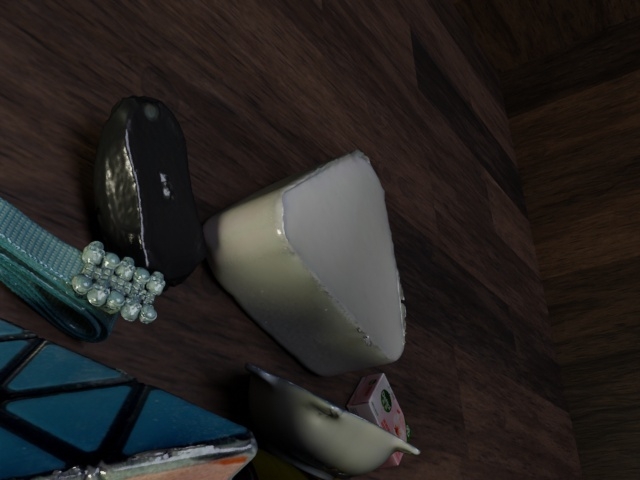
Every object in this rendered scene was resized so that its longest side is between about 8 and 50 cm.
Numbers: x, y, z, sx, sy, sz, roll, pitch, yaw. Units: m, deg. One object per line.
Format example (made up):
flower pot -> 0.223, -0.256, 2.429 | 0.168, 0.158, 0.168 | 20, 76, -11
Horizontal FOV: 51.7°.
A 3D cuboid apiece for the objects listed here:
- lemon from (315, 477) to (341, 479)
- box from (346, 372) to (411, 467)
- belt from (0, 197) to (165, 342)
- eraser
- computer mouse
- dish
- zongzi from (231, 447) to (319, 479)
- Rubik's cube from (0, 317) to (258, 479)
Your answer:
lemon -> 0.013, 0.369, 0.816 | 0.114, 0.114, 0.155 | -20, 97, -62
box -> 0.097, 0.293, 1.078 | 0.125, 0.043, 0.089 | 65, 29, -13
belt -> -0.240, 0.023, 0.596 | 0.179, 0.100, 0.065 | 46, 34, -35
eraser -> 0.000, 0.000, 0.978 | 0.331, 0.150, 0.331 | 32, 49, -47
computer mouse -> -0.196, -0.049, 0.736 | 0.122, 0.073, 0.217 | -9, 88, -59
dish -> -0.007, 0.235, 0.798 | 0.236, 0.228, 0.086 | 28, 77, -8
zongzi -> -0.111, 0.351, 0.617 | 0.289, 0.154, 0.318 | 45, 57, -45
Rubik's cube -> -0.223, 0.163, 0.425 | 0.229, 0.233, 0.228 | 43, 56, -10
